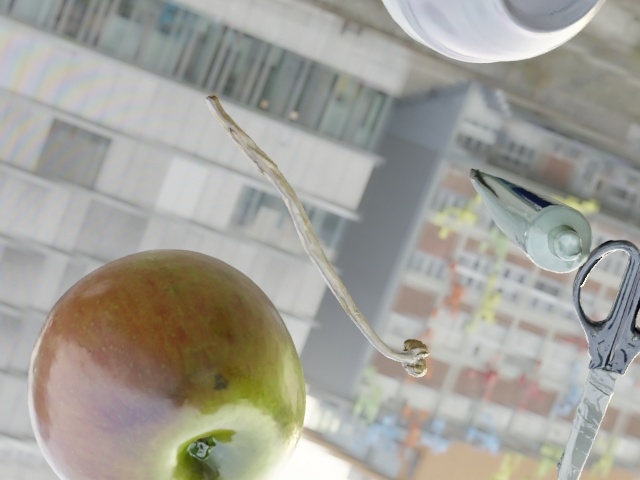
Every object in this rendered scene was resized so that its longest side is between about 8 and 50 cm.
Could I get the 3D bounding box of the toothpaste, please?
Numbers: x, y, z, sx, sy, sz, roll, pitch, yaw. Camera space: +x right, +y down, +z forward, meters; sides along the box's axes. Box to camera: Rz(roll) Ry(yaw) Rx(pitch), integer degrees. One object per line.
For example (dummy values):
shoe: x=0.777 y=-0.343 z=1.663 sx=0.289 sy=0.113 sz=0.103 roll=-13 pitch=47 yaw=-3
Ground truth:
toothpaste: x=0.160 y=-0.014 z=1.276 sx=0.069 sy=0.047 sz=0.268 roll=10 pitch=-173 yaw=-5

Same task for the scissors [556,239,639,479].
scissors: x=0.270 y=0.135 z=1.629 sx=0.109 sy=0.300 sz=0.022 roll=12 pitch=-153 yaw=-2

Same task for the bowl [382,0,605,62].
bowl: x=0.211 y=-0.314 z=1.803 sx=0.287 sy=0.287 sz=0.144 roll=18 pitch=-166 yaw=-34

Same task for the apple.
apple: x=-0.182 y=0.185 z=2.049 sx=0.340 sy=0.339 sz=0.339 roll=21 pitch=-176 yaw=-1

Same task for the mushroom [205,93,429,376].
mushroom: x=-0.002 y=0.004 z=1.235 sx=0.026 sy=0.028 sz=0.286 roll=-21 pitch=123 yaw=32
